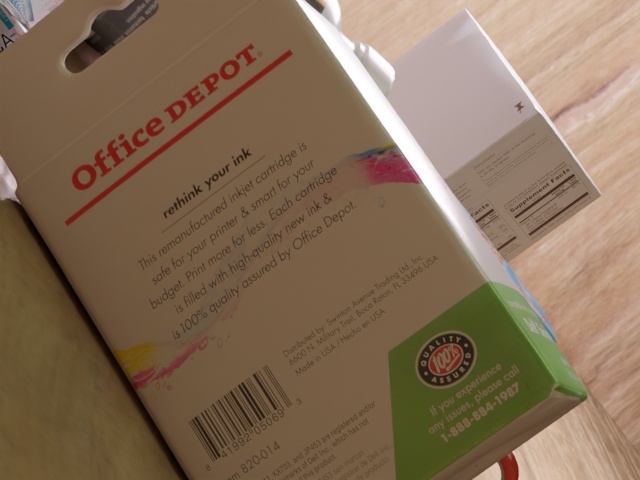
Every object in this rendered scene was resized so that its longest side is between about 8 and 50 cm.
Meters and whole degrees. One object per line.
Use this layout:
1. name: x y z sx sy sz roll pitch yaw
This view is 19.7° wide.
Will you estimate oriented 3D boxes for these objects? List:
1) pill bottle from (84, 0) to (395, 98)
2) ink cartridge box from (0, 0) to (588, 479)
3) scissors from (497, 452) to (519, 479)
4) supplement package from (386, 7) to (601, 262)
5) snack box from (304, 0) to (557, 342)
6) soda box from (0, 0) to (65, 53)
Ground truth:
1. pill bottle: -0.085 -0.176 1.468 0.278 0.162 0.162 39 13 -15
2. ink cartridge box: -0.031 0.000 1.077 0.353 0.207 0.119 57 11 16
3. scissors: 0.026 0.134 1.426 0.297 0.109 0.021 34 32 17
4. supplement package: 0.111 -0.067 1.878 0.145 0.262 0.204 47 11 -40
5. snack box: 0.000 0.000 1.304 0.322 0.187 0.060 50 10 -20
6. soda box: -0.201 -0.135 1.188 0.063 0.058 0.183 52 8 -10
